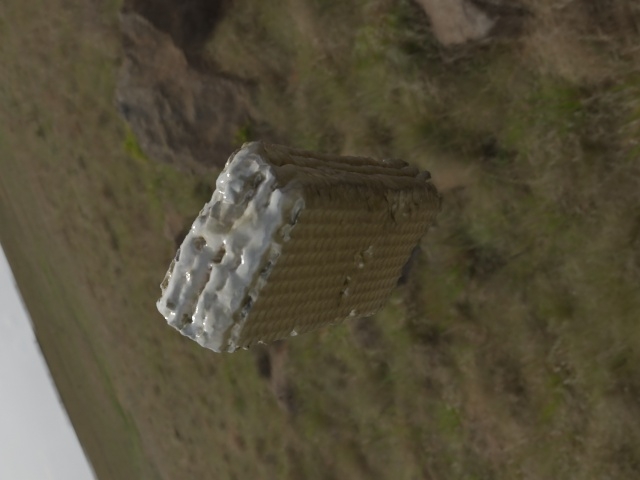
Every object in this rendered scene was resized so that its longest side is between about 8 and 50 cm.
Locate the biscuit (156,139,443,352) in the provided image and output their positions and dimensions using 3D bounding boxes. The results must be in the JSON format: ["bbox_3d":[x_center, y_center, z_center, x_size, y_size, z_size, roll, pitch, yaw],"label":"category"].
[{"bbox_3d":[0.000,0.000,0.610,0.062,0.108,0.239,34,-165,19],"label":"biscuit"}]
